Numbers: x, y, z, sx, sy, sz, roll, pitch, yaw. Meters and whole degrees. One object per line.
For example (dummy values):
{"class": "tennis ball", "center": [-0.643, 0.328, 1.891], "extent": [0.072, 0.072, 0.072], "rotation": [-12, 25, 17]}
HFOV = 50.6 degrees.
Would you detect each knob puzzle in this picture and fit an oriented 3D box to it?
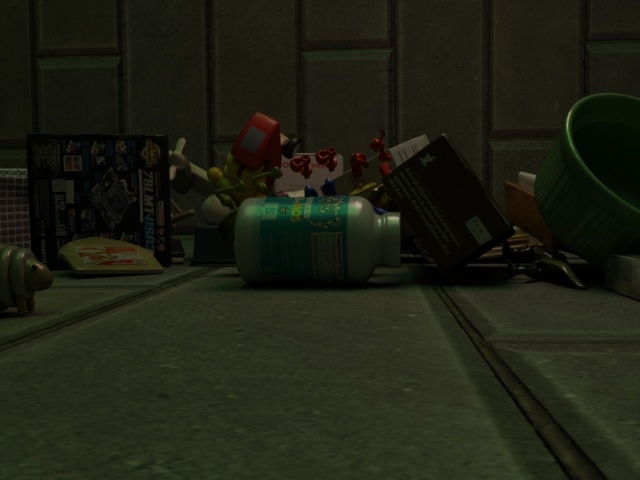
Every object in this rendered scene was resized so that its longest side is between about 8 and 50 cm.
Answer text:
{"class": "knob puzzle", "center": [-0.432, 0.036, 1.369], "extent": [0.213, 0.029, 0.213], "rotation": [10, 16, -3]}

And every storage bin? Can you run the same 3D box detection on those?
{"class": "storage bin", "center": [-0.221, 0.011, 1.532], "extent": [0.135, 0.091, 0.098], "rotation": [1, 3, 14]}

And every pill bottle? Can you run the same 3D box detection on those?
{"class": "pill bottle", "center": [0.000, 0.000, 1.116], "extent": [0.264, 0.146, 0.146], "rotation": [0, 3, 6]}

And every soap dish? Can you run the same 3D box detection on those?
{"class": "soap dish", "center": [0.508, -0.042, 1.338], "extent": [0.229, 0.118, 0.291], "rotation": [14, 13, -7]}

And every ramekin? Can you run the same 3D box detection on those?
{"class": "ramekin", "center": [0.506, -0.085, 1.110], "extent": [0.304, 0.303, 0.148], "rotation": [-2, -36, -19]}

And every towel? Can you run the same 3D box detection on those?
{"class": "towel", "center": [-0.779, -0.058, 1.619], "extent": [0.284, 0.234, 0.121], "rotation": [-4, 8, -37]}

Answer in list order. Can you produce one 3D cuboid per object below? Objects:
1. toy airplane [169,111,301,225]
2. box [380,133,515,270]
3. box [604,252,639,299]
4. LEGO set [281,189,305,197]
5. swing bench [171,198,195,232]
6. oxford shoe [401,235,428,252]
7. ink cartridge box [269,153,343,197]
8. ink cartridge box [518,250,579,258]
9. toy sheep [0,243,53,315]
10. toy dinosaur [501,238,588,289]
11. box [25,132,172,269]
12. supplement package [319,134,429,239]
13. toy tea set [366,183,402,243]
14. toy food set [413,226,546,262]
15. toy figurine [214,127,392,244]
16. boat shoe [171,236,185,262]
{"class": "toy airplane", "center": [-0.209, -0.096, 1.673], "extent": [0.386, 0.384, 0.272], "rotation": [-10, 23, 32]}
{"class": "box", "center": [0.253, -0.057, 1.260], "extent": [0.143, 0.191, 0.381], "rotation": [-35, -11, 12]}
{"class": "box", "center": [0.505, 0.050, 0.892], "extent": [0.183, 0.056, 0.231], "rotation": [-1, 2, 4]}
{"class": "LEGO set", "center": [-0.011, -0.044, 1.556], "extent": [0.287, 0.132, 0.107], "rotation": [8, 39, -44]}
{"class": "swing bench", "center": [-0.489, -0.050, 1.792], "extent": [0.255, 0.165, 0.253], "rotation": [-40, 6, -1]}
{"class": "oxford shoe", "center": [0.210, -0.028, 1.932], "extent": [0.133, 0.129, 0.364], "rotation": [-10, 7, -33]}
{"class": "ink cartridge box", "center": [-0.042, -0.110, 1.993], "extent": [0.207, 0.282, 0.117], "rotation": [-1, 3, -13]}
{"class": "ink cartridge box", "center": [0.549, 0.019, 1.684], "extent": [0.179, 0.045, 0.145], "rotation": [3, 3, 19]}
{"class": "toy sheep", "center": [-0.396, 0.047, 0.831], "extent": [0.132, 0.091, 0.091], "rotation": [-1, 3, -6]}
{"class": "toy dinosaur", "center": [0.370, 0.040, 1.147], "extent": [0.118, 0.064, 0.268], "rotation": [7, 7, 11]}
{"class": "box", "center": [-0.476, -0.086, 1.475], "extent": [0.294, 0.295, 0.073], "rotation": [-2, 5, -15]}
{"class": "supplement package", "center": [0.163, -0.102, 1.628], "extent": [0.145, 0.204, 0.262], "rotation": [-26, 1, -41]}
{"class": "toy tea set", "center": [0.053, 0.004, 1.438], "extent": [0.336, 0.124, 0.200], "rotation": [-20, -27, -17]}
{"class": "toy food set", "center": [0.372, -0.010, 1.593], "extent": [0.306, 0.092, 0.220], "rotation": [-7, 2, 7]}
{"class": "toy figurine", "center": [0.010, -0.023, 1.240], "extent": [0.363, 0.217, 0.191], "rotation": [-21, -26, -11]}
{"class": "boat shoe", "center": [-0.376, 0.019, 1.647], "extent": [0.075, 0.064, 0.206], "rotation": [-2, 3, -26]}
